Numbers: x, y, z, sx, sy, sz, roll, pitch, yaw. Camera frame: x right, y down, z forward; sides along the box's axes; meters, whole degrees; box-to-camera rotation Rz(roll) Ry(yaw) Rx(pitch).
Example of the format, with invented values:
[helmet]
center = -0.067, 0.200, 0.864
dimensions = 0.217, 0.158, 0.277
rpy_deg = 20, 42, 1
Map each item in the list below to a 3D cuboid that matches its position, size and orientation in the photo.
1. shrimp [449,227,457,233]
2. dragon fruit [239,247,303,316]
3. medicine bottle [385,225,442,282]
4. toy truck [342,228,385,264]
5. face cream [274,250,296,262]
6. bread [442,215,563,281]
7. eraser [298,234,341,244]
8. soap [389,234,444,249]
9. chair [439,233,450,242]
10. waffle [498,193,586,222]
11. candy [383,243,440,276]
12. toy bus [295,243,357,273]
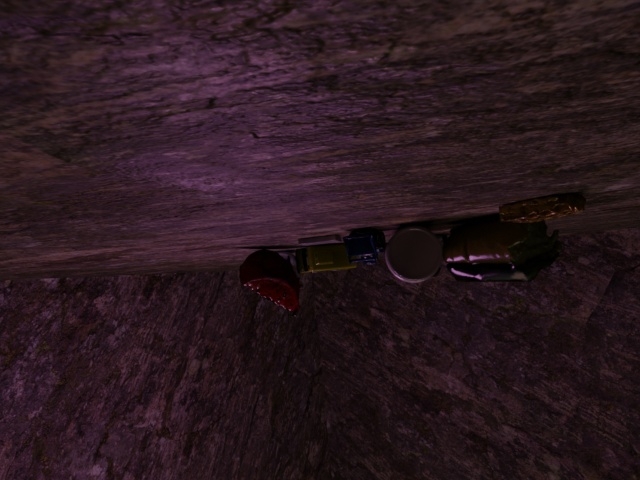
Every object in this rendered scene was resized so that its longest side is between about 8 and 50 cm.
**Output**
[shrimp]
center = 0.618, -0.045, 1.928
dimensions = 0.191, 0.042, 0.101
rpy_deg = -6, -165, 1
[dragon fruit]
center = -0.192, 0.141, 2.098
dimensions = 0.100, 0.282, 0.344
rpy_deg = -34, 129, 31
[medicine bottle]
center = 0.350, 0.058, 1.821
dimensions = 0.211, 0.210, 0.371
rpy_deg = -6, 174, 8
[toy truck]
center = 0.165, 0.027, 1.756
dimensions = 0.113, 0.126, 0.208
rpy_deg = -7, 173, 22
[face cream]
center = -0.205, 0.106, 2.472
dimensions = 0.163, 0.080, 0.336
rpy_deg = -6, 175, 1
[bread]
center = 0.615, 0.023, 1.694
dimensions = 0.251, 0.208, 0.377
rpy_deg = -42, -161, -32
[eraser]
center = 0.000, 0.000, 1.858
dimensions = 0.151, 0.023, 0.104
rpy_deg = -6, 174, 15
[soap]
center = 0.473, 0.029, 2.254
dimensions = 0.290, 0.095, 0.173
rpy_deg = 0, 173, -45
[chair]
center = 0.576, -0.012, 2.197
dimensions = 0.086, 0.042, 0.037
rpy_deg = -3, 173, -23
[waffle]
center = 0.648, -0.091, 1.364
dimensions = 0.161, 0.055, 0.211
rpy_deg = 0, 171, -41
[candy]
center = 0.447, 0.095, 2.387
dimensions = 0.312, 0.061, 0.088
rpy_deg = 27, -163, 34
[toy bus]
center = 0.028, 0.082, 2.218
dimensions = 0.262, 0.127, 0.150
rpy_deg = -4, 175, -29
